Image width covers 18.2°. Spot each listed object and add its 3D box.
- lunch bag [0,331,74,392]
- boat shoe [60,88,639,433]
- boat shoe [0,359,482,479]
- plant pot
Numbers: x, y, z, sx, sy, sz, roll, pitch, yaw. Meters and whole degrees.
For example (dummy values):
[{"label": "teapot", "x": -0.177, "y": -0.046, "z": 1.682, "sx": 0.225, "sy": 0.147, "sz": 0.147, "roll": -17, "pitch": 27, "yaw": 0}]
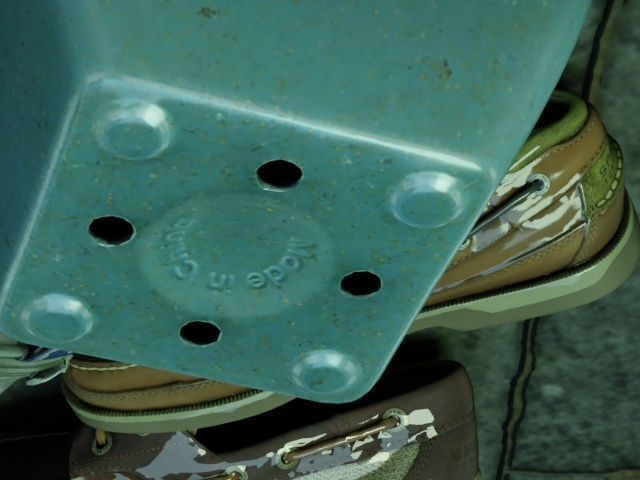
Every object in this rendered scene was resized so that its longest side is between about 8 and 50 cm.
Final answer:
[{"label": "lunch bag", "x": -0.283, "y": 0.009, "z": 0.921, "sx": 0.305, "sy": 0.213, "sz": 0.256, "roll": -17, "pitch": 153, "yaw": 19}, {"label": "boat shoe", "x": 0.000, "y": 0.000, "z": 0.990, "sx": 0.307, "sy": 0.111, "sz": 0.104, "roll": -20, "pitch": 133, "yaw": 7}, {"label": "boat shoe", "x": -0.079, "y": 0.113, "z": 1.123, "sx": 0.341, "sy": 0.123, "sz": 0.123, "roll": -1, "pitch": 110, "yaw": 8}, {"label": "plant pot", "x": -0.029, "y": -0.084, "z": 0.770, "sx": 0.247, "sy": 0.252, "sz": 0.248, "roll": 12, "pitch": 138, "yaw": -16}]
